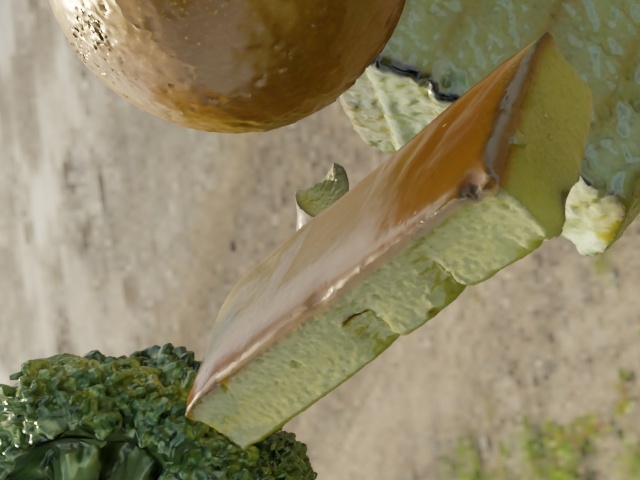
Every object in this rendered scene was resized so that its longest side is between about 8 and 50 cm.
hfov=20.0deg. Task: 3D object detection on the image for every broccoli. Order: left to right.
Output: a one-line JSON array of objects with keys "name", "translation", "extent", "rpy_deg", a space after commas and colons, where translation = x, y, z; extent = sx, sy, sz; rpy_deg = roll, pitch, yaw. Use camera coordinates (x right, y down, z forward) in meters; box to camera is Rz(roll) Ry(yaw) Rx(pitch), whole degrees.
[{"name": "broccoli", "translation": [-0.193, 0.212, 1.420], "extent": [0.302, 0.375, 0.249], "rpy_deg": [27, -131, -74]}]

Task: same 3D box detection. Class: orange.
[{"name": "orange", "translation": [-0.068, -0.210, 1.255], "extent": [0.274, 0.274, 0.274], "rpy_deg": [173, 90, -70]}]

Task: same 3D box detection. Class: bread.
[{"name": "bread", "translation": [0.043, 0.011, 1.223], "extent": [0.361, 0.077, 0.138], "rpy_deg": [-39, 20, 43]}, {"name": "bread", "translation": [0.162, -0.159, 1.757], "extent": [0.239, 0.395, 0.264], "rpy_deg": [-59, -7, -20]}]

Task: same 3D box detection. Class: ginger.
[{"name": "ginger", "translation": [-0.002, -0.003, 1.611], "extent": [0.057, 0.044, 0.137], "rpy_deg": [24, 125, 29]}]
